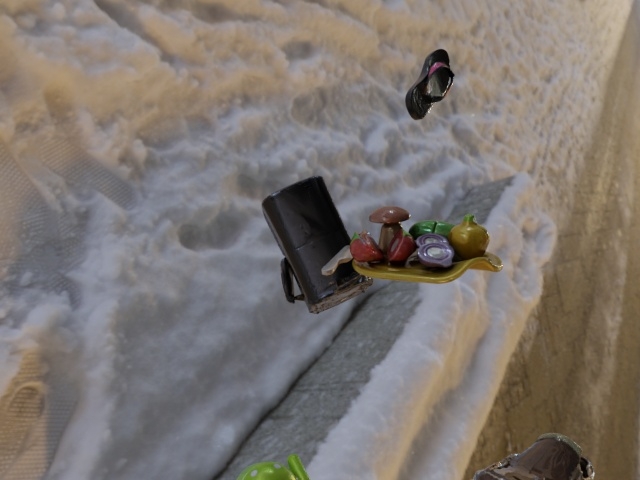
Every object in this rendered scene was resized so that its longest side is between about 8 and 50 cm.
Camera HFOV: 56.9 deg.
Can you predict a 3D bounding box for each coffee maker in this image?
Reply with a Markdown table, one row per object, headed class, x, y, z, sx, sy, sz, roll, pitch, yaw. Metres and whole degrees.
| class | x | y | z | sx | sy | sz | roll | pitch | yaw |
| --- | --- | --- | --- | --- | --- | --- | --- | --- | --- |
| coffee maker | 0.000 | 0.000 | 0.860 | 0.120 | 0.171 | 0.178 | -19 | 75 | -28 |

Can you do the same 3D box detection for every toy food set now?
| class | x | y | z | sx | sy | sz | roll | pitch | yaw |
| --- | --- | --- | --- | --- | --- | --- | --- | --- | --- |
| toy food set | 0.106 | -0.002 | 0.709 | 0.128 | 0.218 | 0.071 | -30 | 119 | -60 |

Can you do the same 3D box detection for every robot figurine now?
| class | x | y | z | sx | sy | sz | roll | pitch | yaw |
| --- | --- | --- | --- | --- | --- | --- | --- | --- | --- |
| robot figurine | -0.061 | 0.283 | 0.659 | 0.101 | 0.115 | 0.067 | -15 | 73 | -20 |

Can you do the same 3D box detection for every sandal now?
| class | x | y | z | sx | sy | sz | roll | pitch | yaw |
| --- | --- | --- | --- | --- | --- | --- | --- | --- | --- |
| sandal | 0.188 | -0.254 | 0.956 | 0.067 | 0.040 | 0.179 | 56 | 45 | -26 |

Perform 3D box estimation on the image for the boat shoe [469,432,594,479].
| class | x | y | z | sx | sy | sz | roll | pitch | yaw |
| --- | --- | --- | --- | --- | --- | --- | --- | --- | --- |
| boat shoe | 0.225 | 0.242 | 0.610 | 0.257 | 0.095 | 0.095 | 33 | 77 | -52 |
